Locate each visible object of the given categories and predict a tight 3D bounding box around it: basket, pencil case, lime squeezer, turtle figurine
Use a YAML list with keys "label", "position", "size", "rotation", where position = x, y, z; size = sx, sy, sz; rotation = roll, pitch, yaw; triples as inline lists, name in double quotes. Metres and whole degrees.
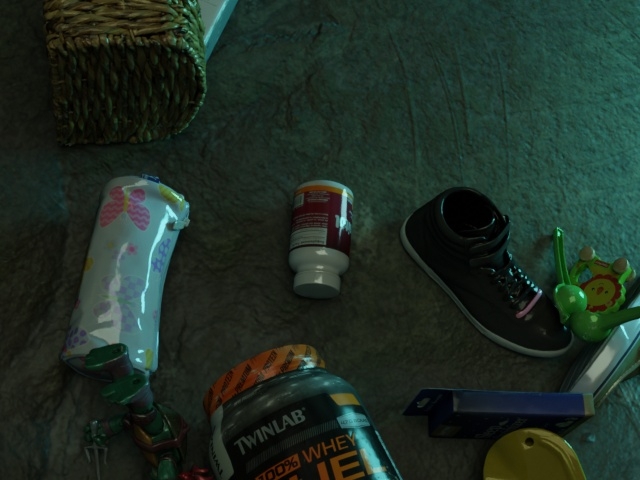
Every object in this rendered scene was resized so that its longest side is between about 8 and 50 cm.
- label: "basket"
  position: [-0.266, -0.289, 1.577]
  size: [0.213, 0.299, 0.223]
  rotation: [-5, 69, -12]
- label: "pencil case"
  position: [-0.256, 0.052, 1.541]
  size: [0.124, 0.113, 0.273]
  rotation: [17, 65, -17]
- label: "lime squeezer"
  position: [0.361, 0.074, 1.590]
  size: [0.058, 0.310, 0.110]
  rotation: [13, 104, -20]
- label: "turtle figurine"
  position: [-0.222, 0.247, 1.446]
  size: [0.175, 0.234, 0.118]
  rotation: [22, 46, 41]

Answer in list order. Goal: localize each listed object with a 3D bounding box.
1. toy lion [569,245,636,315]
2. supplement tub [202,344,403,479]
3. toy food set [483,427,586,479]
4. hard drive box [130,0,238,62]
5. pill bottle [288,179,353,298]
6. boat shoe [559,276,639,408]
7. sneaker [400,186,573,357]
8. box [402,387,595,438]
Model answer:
- label: "toy lion"
  position: [0.396, 0.064, 1.665]
  size: [0.100, 0.034, 0.096]
  rotation: [24, 73, 48]
- label: "supplement tub"
  position: [-0.005, 0.309, 1.412]
  size: [0.207, 0.207, 0.338]
  rotation: [-21, 63, -17]
- label: "toy food set"
  position: [0.294, 0.352, 1.532]
  size: [0.128, 0.071, 0.218]
  rotation: [-19, 83, 5]
- label: "hard drive box"
  position: [-0.215, -0.385, 1.740]
  size: [0.181, 0.089, 0.232]
  rotation: [24, 67, 1]
- label: "pill bottle"
  position: [0.000, 0.000, 1.620]
  size: [0.086, 0.086, 0.152]
  rotation: [7, 68, -7]
- label: "boat shoe"
  position: [0.447, 0.137, 1.628]
  size: [0.094, 0.109, 0.302]
  rotation: [42, 65, 4]
- label: "sneaker"
  position: [0.244, 0.043, 1.610]
  size: [0.296, 0.147, 0.104]
  rotation: [42, 66, 7]
- label: "box"
  position: [0.230, 0.231, 1.535]
  size: [0.225, 0.136, 0.036]
  rotation: [4, 66, -7]
